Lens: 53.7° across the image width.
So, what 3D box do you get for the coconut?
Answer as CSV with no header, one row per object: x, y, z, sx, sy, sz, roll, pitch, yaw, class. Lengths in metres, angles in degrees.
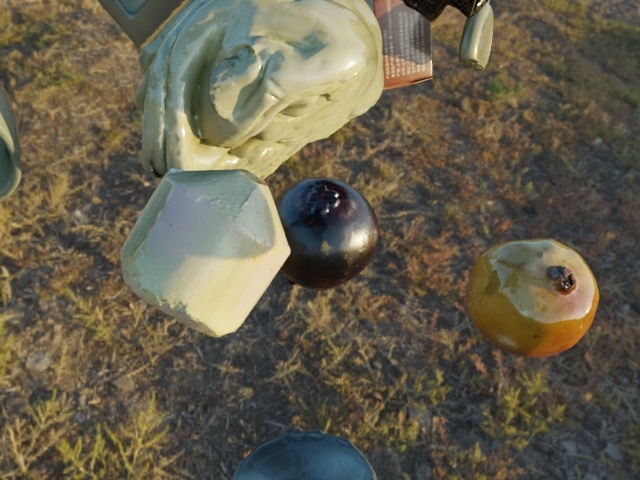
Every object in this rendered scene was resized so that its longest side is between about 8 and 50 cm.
-0.105,0.000,0.616,0.147,0.152,0.147,31,0,0,coconut

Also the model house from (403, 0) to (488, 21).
0.209,-0.408,0.978,0.165,0.152,0.106,25,27,-20,model house

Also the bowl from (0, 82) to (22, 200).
-0.503,-0.170,0.764,0.290,0.289,0.146,5,57,-11,bowl

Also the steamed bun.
-0.107,-0.217,0.818,0.347,0.394,0.237,-27,87,-33,steamed bun

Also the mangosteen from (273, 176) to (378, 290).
0.000,0.000,1.261,0.228,0.265,0.228,1,53,-2,mangosteen

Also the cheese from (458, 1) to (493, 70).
0.290,-0.409,1.140,0.038,0.192,0.097,12,5,29,cheese

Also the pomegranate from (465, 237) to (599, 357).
0.433,0.111,1.301,0.265,0.264,0.264,9,36,-6,pomegranate

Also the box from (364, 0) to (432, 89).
0.078,-0.530,1.254,0.122,0.385,0.344,-17,30,-16,box

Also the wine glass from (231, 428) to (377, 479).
-0.005,0.247,0.443,0.103,0.222,0.103,-3,28,1,wine glass

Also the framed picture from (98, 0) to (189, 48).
-0.098,-0.247,0.272,0.247,0.335,0.022,50,58,-20,framed picture
